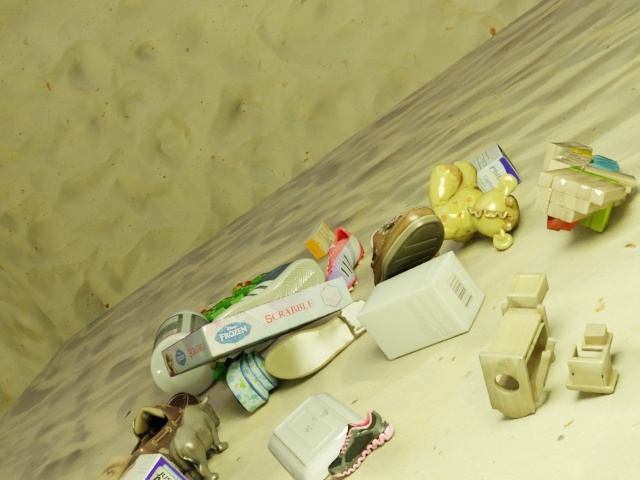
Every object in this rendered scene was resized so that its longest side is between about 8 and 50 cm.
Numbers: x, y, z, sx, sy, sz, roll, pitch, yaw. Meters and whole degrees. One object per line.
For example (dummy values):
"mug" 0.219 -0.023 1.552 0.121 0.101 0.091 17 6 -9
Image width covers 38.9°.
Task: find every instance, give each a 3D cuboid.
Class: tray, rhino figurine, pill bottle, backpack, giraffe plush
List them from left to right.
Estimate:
"pill bottle" -0.338 0.274 2.272 0.161 0.161 0.283 -39 12 1
"rhino figurine" -0.233 0.374 1.756 0.073 0.106 0.243 -35 13 13
"backpack" -0.139 0.280 1.826 0.084 0.105 0.114 -36 14 10
"tray" -0.011 0.320 1.504 0.145 0.030 0.270 -40 13 -11
"giraffe plush" 0.299 -0.059 1.706 0.171 0.181 0.210 0 25 37

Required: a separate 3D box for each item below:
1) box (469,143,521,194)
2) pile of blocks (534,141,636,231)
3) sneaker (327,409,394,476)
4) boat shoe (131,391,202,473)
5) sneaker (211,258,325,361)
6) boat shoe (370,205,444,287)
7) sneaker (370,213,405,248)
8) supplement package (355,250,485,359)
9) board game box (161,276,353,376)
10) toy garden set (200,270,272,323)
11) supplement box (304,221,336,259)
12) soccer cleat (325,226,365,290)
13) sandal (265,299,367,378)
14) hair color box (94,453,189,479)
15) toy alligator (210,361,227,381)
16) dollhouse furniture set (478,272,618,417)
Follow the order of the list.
"box" 0.351 -0.131 1.952 0.137 0.072 0.126 -36 13 15
"pile of blocks" 0.436 -0.075 1.516 0.362 0.149 0.112 -46 -32 -67
"sneaker" 0.050 0.298 1.346 0.119 0.057 0.047 -42 15 -7
"boat shoe" -0.334 0.395 1.925 0.123 0.123 0.342 -36 13 13
"sneaker" -0.148 0.173 2.190 0.350 0.131 0.148 -35 10 -24
"boat shoe" 0.139 0.013 1.645 0.111 0.104 0.307 -15 -26 -17
"sneaker" 0.168 -0.024 2.159 0.067 0.042 0.118 -28 14 51
"supplement package" 0.170 0.112 1.544 0.179 0.105 0.105 -27 18 40
"board game box" -0.138 0.183 1.878 0.318 0.066 0.319 -18 -7 -28
"toy garden set" -0.240 0.173 2.532 0.244 0.049 0.204 -34 9 -31
"supplement box" 0.000 0.000 2.499 0.036 0.062 0.098 -32 15 32
"soccer cleat" 0.043 0.054 2.119 0.083 0.095 0.248 -32 14 26
"sandal" 0.007 0.206 1.800 0.240 0.088 0.079 -33 -19 -3
"hair color box" -0.381 0.530 1.548 0.185 0.110 0.339 -17 29 48
"toy alligator" -0.212 0.281 2.156 0.189 0.056 0.051 -56 -19 -53
"dollhouse furniture set" 0.316 0.135 1.172 0.161 0.101 0.182 0 33 31
